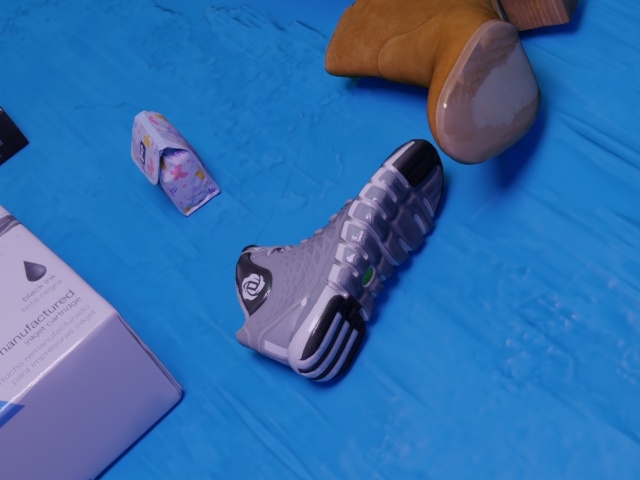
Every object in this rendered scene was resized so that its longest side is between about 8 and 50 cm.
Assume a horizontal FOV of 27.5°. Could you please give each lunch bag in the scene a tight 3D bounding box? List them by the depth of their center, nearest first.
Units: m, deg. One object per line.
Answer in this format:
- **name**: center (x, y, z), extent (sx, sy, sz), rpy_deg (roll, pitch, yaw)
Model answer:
- **lunch bag**: center (-0.141, -0.075, 1.214), extent (0.053, 0.083, 0.071), rpy_deg (-35, 46, -5)

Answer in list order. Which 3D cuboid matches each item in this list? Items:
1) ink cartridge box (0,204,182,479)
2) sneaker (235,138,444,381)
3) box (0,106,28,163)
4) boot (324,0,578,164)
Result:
- **ink cartridge box**: center (-0.302, 0.098, 1.113), extent (0.223, 0.129, 0.307), rpy_deg (-43, 46, -13)
- **sneaker**: center (0.000, 0.000, 1.078), extent (0.132, 0.086, 0.228), rpy_deg (13, 60, 38)
- **box**: center (-0.363, -0.107, 1.378), extent (0.083, 0.052, 0.062), rpy_deg (-39, 44, -7)
- **boot**: center (0.089, -0.155, 1.146), extent (0.211, 0.104, 0.295), rpy_deg (-3, 36, 34)
